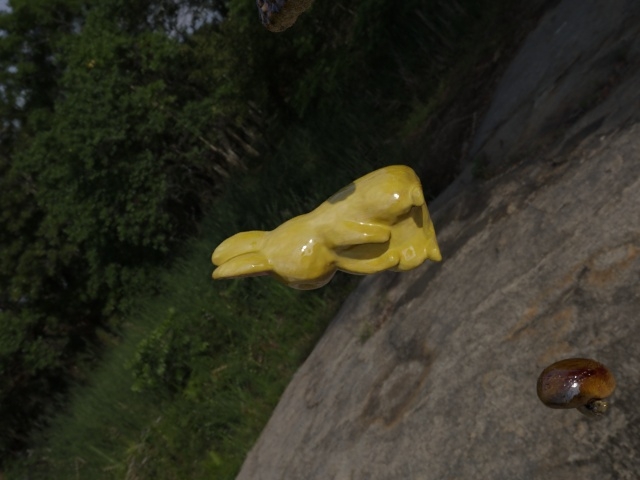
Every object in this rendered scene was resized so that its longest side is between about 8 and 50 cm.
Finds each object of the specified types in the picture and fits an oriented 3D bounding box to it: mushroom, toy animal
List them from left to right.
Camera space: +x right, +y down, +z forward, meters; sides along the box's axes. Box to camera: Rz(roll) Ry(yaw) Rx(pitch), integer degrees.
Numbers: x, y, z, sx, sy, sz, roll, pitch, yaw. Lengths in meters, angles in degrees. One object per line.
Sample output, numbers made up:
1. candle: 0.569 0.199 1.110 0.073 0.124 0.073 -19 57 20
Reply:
1. toy animal: 0.000 0.000 0.433 0.159 0.070 0.083 -20 24 6
2. mushroom: 0.419 0.242 1.001 0.127 0.087 0.127 -13 2 0

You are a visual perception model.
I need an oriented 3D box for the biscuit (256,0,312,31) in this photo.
1. biscuit: -0.035 -0.235 0.304 0.026 0.237 0.131 -12 12 -14
